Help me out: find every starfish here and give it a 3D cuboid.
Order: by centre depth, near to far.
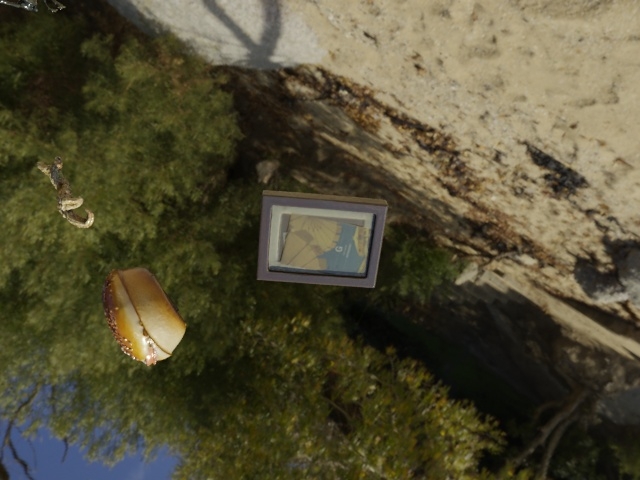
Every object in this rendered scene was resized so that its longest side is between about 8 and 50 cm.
[{"bbox_3d":[-0.492,-0.091,1.043,0.053,0.150,0.209,-21,-128,-35],"label":"starfish"}]

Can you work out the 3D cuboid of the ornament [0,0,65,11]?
[{"bbox_3d":[-0.484,-0.406,0.928,0.073,0.028,0.125,55,-155,16],"label":"ornament"}]

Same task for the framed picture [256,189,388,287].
[{"bbox_3d":[0.000,0.000,0.763,0.169,0.128,0.023,4,-156,-5],"label":"framed picture"}]

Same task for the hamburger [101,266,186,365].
[{"bbox_3d":[-0.395,0.160,1.217,0.237,0.147,0.237,50,161,23],"label":"hamburger"}]
